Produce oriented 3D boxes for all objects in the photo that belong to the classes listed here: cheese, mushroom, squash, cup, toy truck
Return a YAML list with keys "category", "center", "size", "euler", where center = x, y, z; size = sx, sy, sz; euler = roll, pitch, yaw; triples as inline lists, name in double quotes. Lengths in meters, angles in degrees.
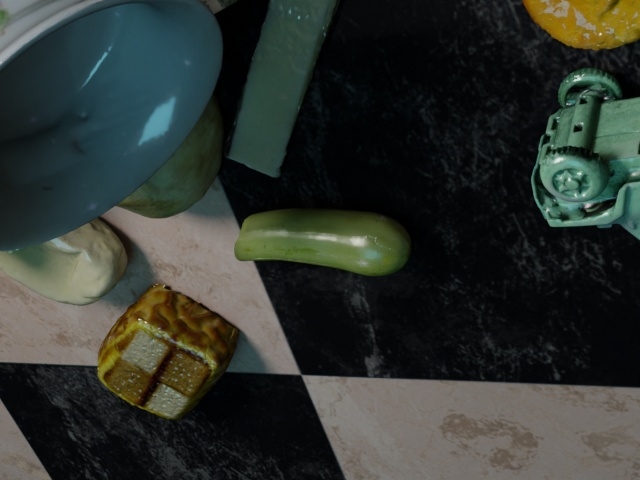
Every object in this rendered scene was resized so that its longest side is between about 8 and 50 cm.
- category: "cheese"
  center: [-0.035, -0.229, 1.239]
  size: [0.085, 0.034, 0.400]
  euler: [22, 135, 1]
- category: "mushroom"
  center: [-0.231, -0.117, 1.338]
  size: [0.189, 0.164, 0.267]
  euler: [27, 135, 3]
- category: "squash"
  center: [0.000, 0.000, 1.386]
  size: [0.250, 0.083, 0.083]
  euler: [4, 129, 26]
- category: "cup"
  center: [-0.284, -0.165, 1.090]
  size: [0.163, 0.347, 0.347]
  euler: [48, 138, 17]
- category: "cheese"
  center: [-0.412, -0.003, 1.576]
  size: [0.263, 0.093, 0.159]
  euler: [30, 138, -2]
- category: "toy truck"
  center: [0.358, -0.087, 1.086]
  size: [0.279, 0.155, 0.156]
  euler: [-6, 133, 30]

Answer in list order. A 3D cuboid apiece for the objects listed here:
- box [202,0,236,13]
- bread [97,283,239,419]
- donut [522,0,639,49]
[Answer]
- category: "box"
  center: [-0.115, -0.296, 1.224]
  size: [0.083, 0.024, 0.054]
  euler: [-19, 117, 37]
- category: "bread"
  center: [-0.239, 0.175, 1.644]
  size: [0.181, 0.096, 0.222]
  euler: [33, 134, -7]
- category: "donut"
  center: [0.268, -0.275, 1.030]
  size: [0.162, 0.065, 0.178]
  euler: [10, 133, 25]
